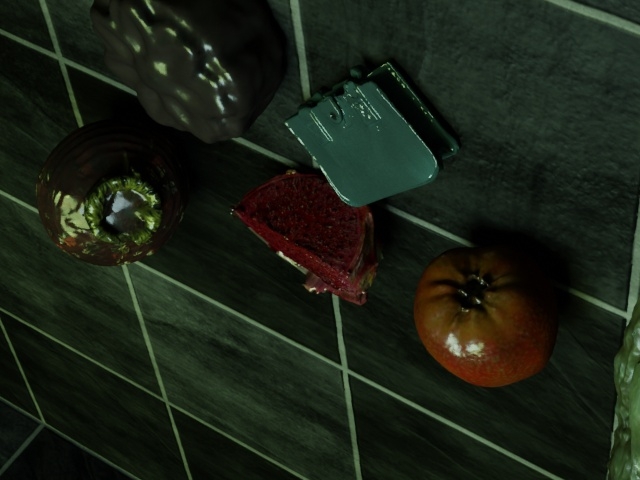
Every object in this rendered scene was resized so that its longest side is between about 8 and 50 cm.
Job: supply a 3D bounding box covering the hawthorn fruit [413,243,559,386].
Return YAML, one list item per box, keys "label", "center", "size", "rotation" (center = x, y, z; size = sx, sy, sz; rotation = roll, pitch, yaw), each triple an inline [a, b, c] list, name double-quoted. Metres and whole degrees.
- label: "hawthorn fruit"
  center: [0.233, 0.114, 2.008]
  size: [0.196, 0.196, 0.225]
  rotation: [18, 159, 35]

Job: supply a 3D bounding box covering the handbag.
- label: "handbag"
  center: [0.061, -0.140, 1.971]
  size: [0.179, 0.062, 0.229]
  rotation: [49, 150, -15]

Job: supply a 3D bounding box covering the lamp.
- label: "lamp"
  center: [-0.322, -0.072, 2.339]
  size: [0.247, 0.247, 0.247]
  rotation: [29, 149, 19]

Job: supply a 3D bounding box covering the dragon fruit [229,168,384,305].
- label: "dragon fruit"
  center: [0.008, -0.005, 2.176]
  size: [0.274, 0.126, 0.161]
  rotation: [29, 160, 38]

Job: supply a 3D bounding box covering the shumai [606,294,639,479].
- label: "shumai"
  center: [0.478, 0.163, 1.704]
  size: [0.395, 0.395, 0.348]
  rotation: [-13, 97, 55]

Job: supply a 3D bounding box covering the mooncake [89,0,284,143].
- label: "mooncake"
  center: [-0.187, -0.257, 2.023]
  size: [0.283, 0.141, 0.283]
  rotation: [32, 151, 20]
